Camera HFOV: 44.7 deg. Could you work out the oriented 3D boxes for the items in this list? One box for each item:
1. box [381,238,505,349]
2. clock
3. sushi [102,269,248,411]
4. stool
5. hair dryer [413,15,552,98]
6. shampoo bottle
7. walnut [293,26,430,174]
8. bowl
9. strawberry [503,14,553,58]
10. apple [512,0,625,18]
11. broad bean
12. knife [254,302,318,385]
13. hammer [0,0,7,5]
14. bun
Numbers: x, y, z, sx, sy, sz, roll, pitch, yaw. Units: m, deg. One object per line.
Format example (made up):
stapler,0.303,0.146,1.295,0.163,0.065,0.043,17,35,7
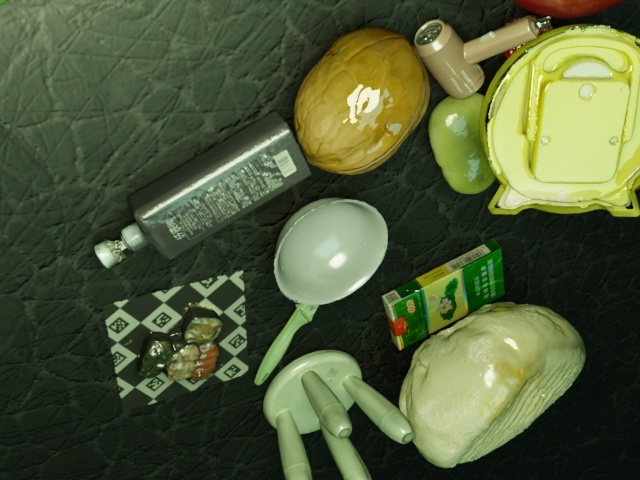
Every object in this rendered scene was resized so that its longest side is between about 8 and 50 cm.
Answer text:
box,0.230,0.100,1.425,0.235,0.034,0.132,-25,133,-10
clock,0.373,-0.174,1.149,0.277,0.071,0.293,6,115,-4
sushi,-0.211,0.175,1.223,0.220,0.047,0.231,-14,129,-20
stool,0.025,0.323,1.366,0.195,0.198,0.195,13,115,-38
hair dryer,0.231,-0.276,1.083,0.182,0.064,0.117,-19,140,31
shampoo bottle,-0.166,-0.055,1.062,0.309,0.071,0.098,-32,134,-5
walnut,0.052,-0.181,1.035,0.167,0.167,0.207,28,106,-40
bowl,0.000,0.000,1.188,0.189,0.086,0.189,-15,127,-21
strawberry,0.313,-0.291,1.154,0.083,0.083,0.096,-49,132,11
apple,0.347,-0.475,0.977,0.365,0.295,0.328,40,60,-54
broad bean,0.235,-0.148,1.213,0.124,0.082,0.174,-25,133,-9
knife,-0.035,0.132,1.311,0.043,0.020,0.293,17,112,-35
hammer,-0.235,-0.329,0.806,0.336,0.119,0.206,-29,132,1
bun,0.301,0.244,1.429,0.365,0.219,0.365,-29,151,-18
